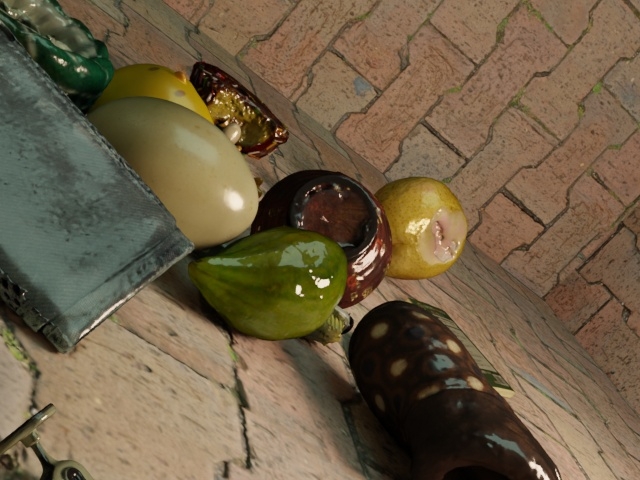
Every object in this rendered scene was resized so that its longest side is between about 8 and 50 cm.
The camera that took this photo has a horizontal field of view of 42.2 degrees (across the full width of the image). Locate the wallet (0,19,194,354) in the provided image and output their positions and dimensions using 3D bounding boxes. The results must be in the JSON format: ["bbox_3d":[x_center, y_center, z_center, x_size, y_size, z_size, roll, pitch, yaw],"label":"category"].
[{"bbox_3d":[-0.311,-0.063,0.860,0.342,0.075,0.237,49,34,-4],"label":"wallet"}]

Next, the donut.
[{"bbox_3d":[-0.173,-0.251,1.618,0.230,0.096,0.216,33,12,-33],"label":"donut"}]

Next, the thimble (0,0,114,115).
[{"bbox_3d":[-0.421,-0.249,1.067,0.288,0.167,0.254,37,14,-23],"label":"thimble"}]

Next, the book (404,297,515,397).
[{"bbox_3d":[0.310,0.241,1.855,0.202,0.027,0.264,21,25,-54],"label":"book"}]

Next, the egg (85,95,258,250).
[{"bbox_3d":[-0.201,-0.081,1.071,0.254,0.188,0.188,23,16,-7],"label":"egg"}]

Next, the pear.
[{"bbox_3d":[0.219,-0.027,1.996,0.271,0.271,0.271,39,14,-11],"label":"pear"}]

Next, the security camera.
[{"bbox_3d":[-0.195,0.174,0.620,0.092,0.058,0.058,50,13,0],"label":"security camera"}]

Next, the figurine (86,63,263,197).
[{"bbox_3d":[-0.217,-0.151,1.318,0.215,0.187,0.344,38,5,27],"label":"figurine"}]

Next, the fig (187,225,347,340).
[{"bbox_3d":[-0.065,0.065,1.108,0.167,0.167,0.233,44,37,11],"label":"fig"}]

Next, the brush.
[{"bbox_3d":[-0.075,0.083,1.239,0.297,0.068,0.060,32,37,-19],"label":"brush"}]

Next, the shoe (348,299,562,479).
[{"bbox_3d":[0.170,0.254,1.112,0.384,0.171,0.237,51,11,8],"label":"shoe"}]

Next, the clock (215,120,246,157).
[{"bbox_3d":[-0.227,-0.205,1.684,0.170,0.069,0.232,40,12,-5],"label":"clock"}]

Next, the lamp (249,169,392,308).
[{"bbox_3d":[0.000,0.000,1.357,0.247,0.247,0.247,39,14,-11],"label":"lamp"}]
